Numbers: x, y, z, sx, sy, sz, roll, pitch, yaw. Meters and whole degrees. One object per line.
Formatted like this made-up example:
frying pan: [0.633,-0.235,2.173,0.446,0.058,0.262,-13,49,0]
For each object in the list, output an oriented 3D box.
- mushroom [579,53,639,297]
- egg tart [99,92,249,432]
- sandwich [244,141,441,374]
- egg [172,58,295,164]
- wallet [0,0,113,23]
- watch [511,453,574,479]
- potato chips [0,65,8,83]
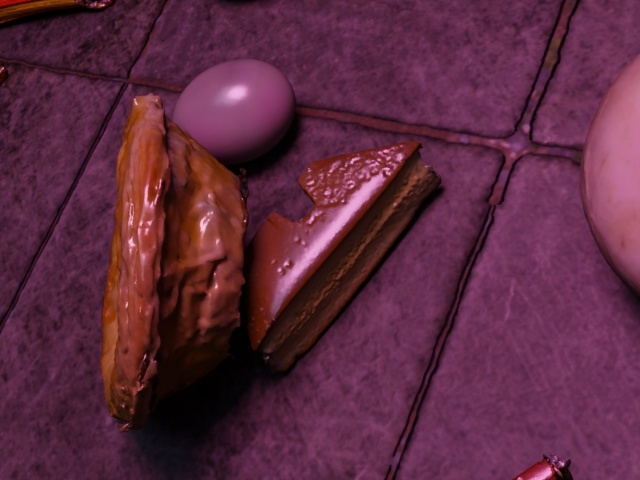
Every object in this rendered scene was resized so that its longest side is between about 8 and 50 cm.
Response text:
mushroom: [0.320,-0.052,0.683,0.246,0.202,0.246,21,117,48]
egg tart: [-0.134,0.021,0.855,0.120,0.315,0.315,4,61,-15]
sandwich: [0.000,0.000,0.867,0.088,0.090,0.244,38,85,32]
egg: [-0.090,-0.131,0.969,0.135,0.103,0.103,-22,58,18]
wallet: [-0.371,-0.361,1.248,0.241,0.067,0.141,-5,65,24]
watch: [0.195,0.227,0.666,0.165,0.102,0.268,22,69,34]
potato chips: [-0.453,-0.133,1.198,0.037,0.026,0.204,13,71,17]
